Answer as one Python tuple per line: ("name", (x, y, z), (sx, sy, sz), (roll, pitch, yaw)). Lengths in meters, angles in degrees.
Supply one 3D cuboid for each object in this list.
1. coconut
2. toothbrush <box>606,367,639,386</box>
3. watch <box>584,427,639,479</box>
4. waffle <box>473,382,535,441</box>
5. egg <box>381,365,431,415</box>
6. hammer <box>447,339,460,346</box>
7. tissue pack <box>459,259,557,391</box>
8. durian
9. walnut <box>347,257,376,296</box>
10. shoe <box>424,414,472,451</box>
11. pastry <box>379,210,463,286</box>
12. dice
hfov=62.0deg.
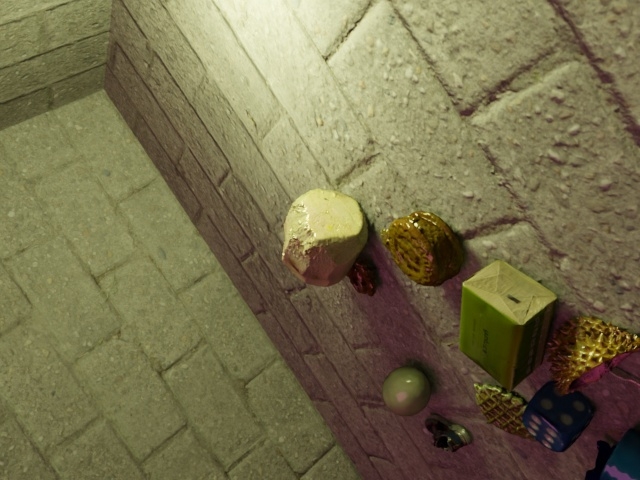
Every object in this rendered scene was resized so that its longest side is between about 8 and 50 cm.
("coconut", (0.000, 0.000, 1.886), (0.297, 0.297, 0.309), (47, 147, 16))
("toothbrush", (0.831, 0.385, 1.263), (0.307, 0.025, 0.030), (29, 151, 42))
("watch", (0.794, 0.595, 1.380), (0.171, 0.196, 0.200), (22, 146, 33))
("waffle", (0.617, 0.571, 1.775), (0.214, 0.054, 0.208), (4, 121, 50))
("egg", (0.338, 0.593, 2.101), (0.186, 0.186, 0.253), (45, 153, 19))
("hammer", (0.464, 0.347, 1.821), (0.029, 0.014, 0.123), (58, 156, 13))
("tissue pack", (0.500, 0.230, 1.454), (0.200, 0.167, 0.275), (39, 150, 43))
("durian", (0.652, 0.282, 1.343), (0.186, 0.153, 0.261), (-107, 25, -48))
("walnut", (0.155, 0.128, 2.011), (0.143, 0.069, 0.170), (15, 134, 49))
("shoe", (0.492, 0.794, 2.147), (0.227, 0.125, 0.099), (1, 124, 56))
("pastry", (0.312, 0.026, 1.606), (0.240, 0.132, 0.235), (62, 161, 2))
("dice", (0.672, 0.500, 1.518), (0.146, 0.146, 0.143), (38, 151, 37))
